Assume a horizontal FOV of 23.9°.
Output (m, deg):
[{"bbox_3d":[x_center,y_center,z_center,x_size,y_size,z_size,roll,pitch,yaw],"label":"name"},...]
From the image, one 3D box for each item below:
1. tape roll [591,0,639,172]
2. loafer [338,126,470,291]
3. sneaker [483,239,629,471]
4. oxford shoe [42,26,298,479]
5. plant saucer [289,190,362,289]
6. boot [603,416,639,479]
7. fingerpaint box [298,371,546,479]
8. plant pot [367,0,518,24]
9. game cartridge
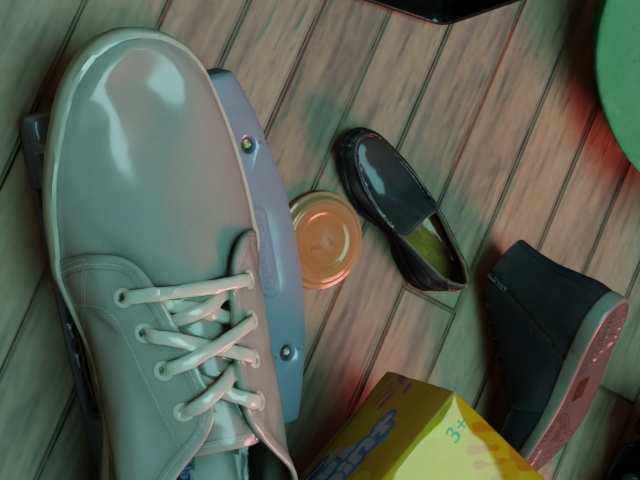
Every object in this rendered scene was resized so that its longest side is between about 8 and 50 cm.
[{"bbox_3d":[0.405,-0.173,1.351,0.321,0.077,0.321,2,110,6],"label":"tape roll"},{"bbox_3d":[0.076,-0.026,1.283,0.062,0.061,0.170,-46,117,-18],"label":"loafer"},{"bbox_3d":[0.188,0.111,1.373,0.083,0.118,0.222,-15,134,-49],"label":"sneaker"},{"bbox_3d":[-0.097,0.070,1.091,0.169,0.130,0.449,-10,101,-29],"label":"oxford shoe"},{"bbox_3d":[0.000,0.000,1.268,0.083,0.013,0.083,-5,99,-31],"label":"plant saucer"},{"bbox_3d":[0.366,0.293,1.484,0.222,0.118,0.338,13,111,-10],"label":"boot"},{"bbox_3d":[0.064,0.394,1.205,0.371,0.163,0.445,45,78,-14],"label":"fingerpaint box"},{"bbox_3d":[0.089,-0.290,1.195,0.188,0.187,0.167,12,77,-33],"label":"plant pot"},{"bbox_3d":[-0.110,0.024,1.180,0.196,0.060,0.294,-17,105,-26],"label":"game cartridge"}]
